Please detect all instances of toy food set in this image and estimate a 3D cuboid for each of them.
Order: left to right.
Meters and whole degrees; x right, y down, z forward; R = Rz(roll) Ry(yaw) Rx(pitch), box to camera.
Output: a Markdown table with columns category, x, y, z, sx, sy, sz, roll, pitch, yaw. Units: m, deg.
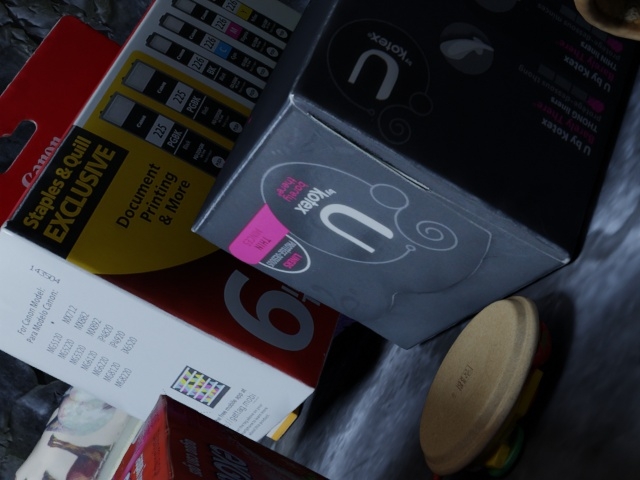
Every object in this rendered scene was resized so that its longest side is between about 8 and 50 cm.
| category | x | y | z | sx | sy | sz | roll | pitch | yaw |
| --- | --- | --- | --- | --- | --- | --- | --- | --- | --- |
| toy food set | 0.066 | 0.060 | 0.412 | 0.082 | 0.020 | 0.083 | -63 | 9 | -13 |

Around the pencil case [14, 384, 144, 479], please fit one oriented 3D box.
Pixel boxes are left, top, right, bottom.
| category | x | y | z | sx | sy | sz | roll | pitch | yaw |
| --- | --- | --- | --- | --- | --- | --- | --- | --- | --- |
| pencil case | -0.145 | 0.151 | 0.831 | 0.183 | 0.160 | 0.410 | 107 | -173 | -55 |

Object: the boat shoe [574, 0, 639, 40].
| category | x | y | z | sx | sy | sz | roll | pitch | yaw |
| --- | --- | --- | --- | --- | --- | --- | --- | --- | --- |
| boat shoe | 0.137 | -0.079 | 0.190 | 0.324 | 0.123 | 0.119 | -115 | 40 | -78 |

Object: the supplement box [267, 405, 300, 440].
| category | x | y | z | sx | sy | sz | roll | pitch | yaw |
| --- | --- | --- | --- | --- | --- | --- | --- | --- | --- |
| supplement box | -0.061 | 0.097 | 0.757 | 0.036 | 0.098 | 0.062 | -54 | 11 | 35 |

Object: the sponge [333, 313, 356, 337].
| category | x | y | z | sx | sy | sz | roll | pitch | yaw |
| --- | --- | --- | --- | --- | --- | --- | --- | --- | --- |
| sponge | 0.021 | 0.019 | 0.769 | 0.210 | 0.031 | 0.117 | -43 | 21 | 60 |

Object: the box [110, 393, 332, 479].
| category | x | y | z | sx | sy | sz | roll | pitch | yaw |
| --- | --- | --- | --- | --- | --- | --- | --- | --- | --- |
| box | -0.028 | 0.148 | 0.327 | 0.128 | 0.123 | 0.257 | -61 | 9 | -5 |

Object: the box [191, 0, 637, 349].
| category | x | y | z | sx | sy | sz | roll | pitch | yaw |
| --- | --- | --- | --- | --- | --- | --- | --- | --- | --- |
| box | 0.066 | -0.105 | 0.536 | 0.270 | 0.143 | 0.165 | -66 | 11 | -28 |

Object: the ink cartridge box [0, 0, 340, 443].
| category | x | y | z | sx | sy | sz | roll | pitch | yaw |
| --- | --- | --- | --- | --- | --- | --- | --- | --- | --- |
| ink cartridge box | -0.106 | -0.049 | 0.708 | 0.130 | 0.272 | 0.309 | -51 | 15 | 46 |
